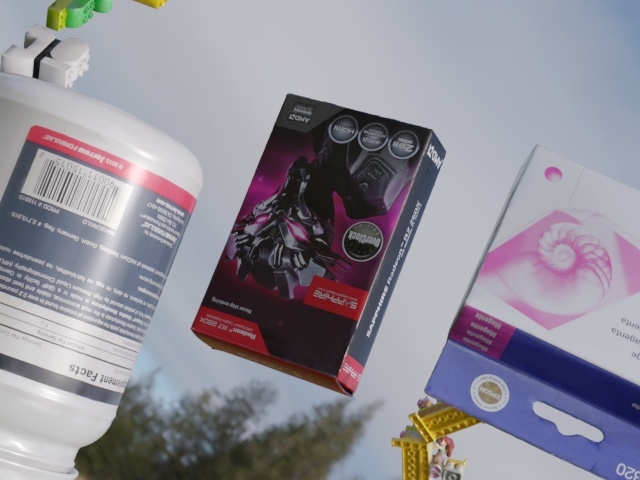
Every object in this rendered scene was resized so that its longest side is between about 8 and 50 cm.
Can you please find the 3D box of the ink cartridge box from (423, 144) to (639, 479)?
[{"bbox_3d":[0.326,0.092,1.579,0.324,0.330,0.071,25,-29,4],"label":"ink cartridge box"}]

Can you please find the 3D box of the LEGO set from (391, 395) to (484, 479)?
[{"bbox_3d":[0.170,0.231,1.778,0.132,0.107,0.287,25,-55,3],"label":"LEGO set"}]

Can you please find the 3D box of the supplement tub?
[{"bbox_3d":[-0.214,0.033,1.021,0.191,0.272,0.191,21,-7,2],"label":"supplement tub"}]

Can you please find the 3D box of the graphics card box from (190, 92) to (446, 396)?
[{"bbox_3d":[0.000,0.000,1.924,0.233,0.370,0.094,17,-13,25],"label":"graphics card box"}]

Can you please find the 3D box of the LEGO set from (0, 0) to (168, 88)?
[{"bbox_3d":[-0.160,-0.203,1.142,0.093,0.227,0.087,21,-51,8],"label":"LEGO set"}]
